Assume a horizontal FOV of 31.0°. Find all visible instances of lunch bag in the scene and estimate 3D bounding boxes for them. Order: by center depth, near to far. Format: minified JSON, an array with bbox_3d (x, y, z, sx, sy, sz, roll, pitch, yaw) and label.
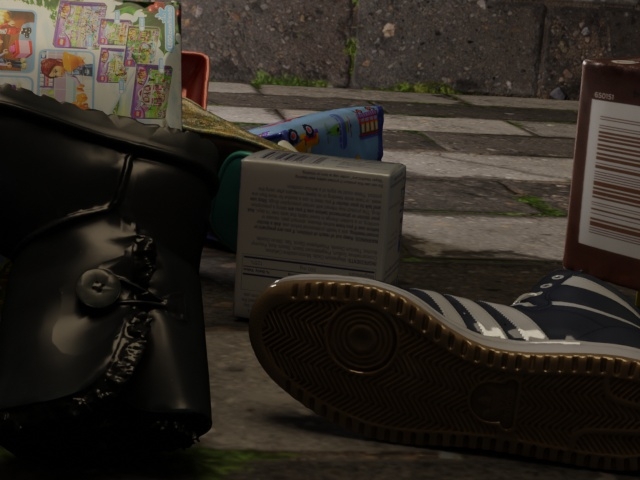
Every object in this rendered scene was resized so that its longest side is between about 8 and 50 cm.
[{"bbox_3d":[-0.101,-0.068,1.297,0.293,0.138,0.221,1,13,30],"label":"lunch bag"}]

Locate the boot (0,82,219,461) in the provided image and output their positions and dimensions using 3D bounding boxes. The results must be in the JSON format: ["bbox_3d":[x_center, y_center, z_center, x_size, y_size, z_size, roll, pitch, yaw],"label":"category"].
[{"bbox_3d":[-0.179,0.018,0.683,0.246,0.207,0.094,10,-32,-14],"label":"boot"}]

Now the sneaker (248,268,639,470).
[{"bbox_3d":[0.100,0.069,0.782,0.282,0.099,0.153,13,19,7],"label":"sneaker"}]

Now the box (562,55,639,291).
[{"bbox_3d":[0.397,-0.072,1.053,0.381,0.191,0.143,-12,21,-40],"label":"box"}]

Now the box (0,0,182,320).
[{"bbox_3d":[-0.196,-0.036,0.796,0.200,0.293,0.057,2,-25,-11],"label":"box"}]

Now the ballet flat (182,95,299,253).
[{"bbox_3d":[-0.089,-0.067,1.076,0.348,0.123,0.123,26,17,8],"label":"ballet flat"}]

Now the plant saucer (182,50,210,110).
[{"bbox_3d":[-0.246,-0.082,1.153,0.259,0.258,0.048,3,-30,-4],"label":"plant saucer"}]

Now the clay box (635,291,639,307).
[{"bbox_3d":[0.420,0.047,1.078,0.222,0.053,0.127,9,15,25],"label":"clay box"}]

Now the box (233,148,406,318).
[{"bbox_3d":[0.000,0.000,0.965,0.126,0.137,0.072,7,13,13],"label":"box"}]
